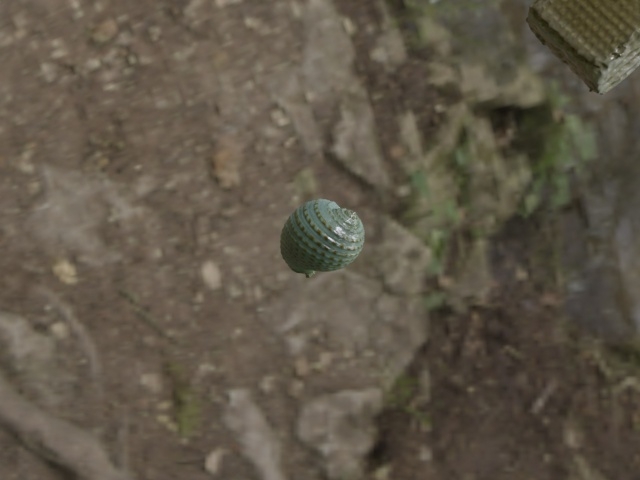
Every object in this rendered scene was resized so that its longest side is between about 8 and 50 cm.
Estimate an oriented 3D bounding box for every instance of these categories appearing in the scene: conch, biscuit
[{"bbox_3d":[0.001,0.000,1.550,0.076,0.056,0.085,38,92,-8],"label":"conch"},{"bbox_3d":[0.431,-0.355,1.812,0.426,0.144,0.078,-42,154,2],"label":"biscuit"}]
